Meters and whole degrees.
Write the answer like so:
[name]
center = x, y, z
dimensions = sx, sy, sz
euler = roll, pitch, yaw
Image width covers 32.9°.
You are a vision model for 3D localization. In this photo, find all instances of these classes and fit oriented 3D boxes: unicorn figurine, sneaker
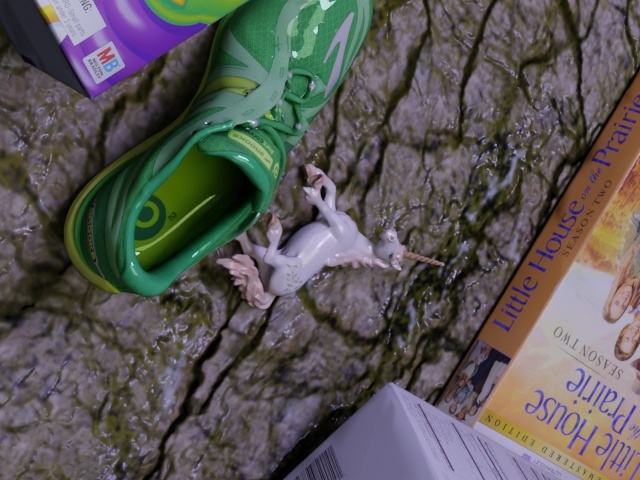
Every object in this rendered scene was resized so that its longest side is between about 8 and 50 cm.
[unicorn figurine]
center = 0.000, 0.000, 0.863
dimensions = 0.162, 0.060, 0.111
euler = -27, 122, -3
[sneaker]
center = -0.050, -0.073, 0.755
dimensions = 0.295, 0.123, 0.109
euler = -52, 126, -6

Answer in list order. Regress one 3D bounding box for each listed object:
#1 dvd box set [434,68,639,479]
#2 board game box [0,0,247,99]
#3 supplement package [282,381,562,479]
[dvd box set]
center = 0.323, 0.058, 1.082
dimensions = 0.307, 0.062, 0.420
euler = 33, 88, -36
[board game box]
center = -0.082, -0.229, 0.665
dimensions = 0.275, 0.142, 0.144
euler = -36, 123, -16
[supplement package]
center = 0.105, 0.292, 0.914
dimensions = 0.199, 0.198, 0.263
euler = -45, 128, 16
